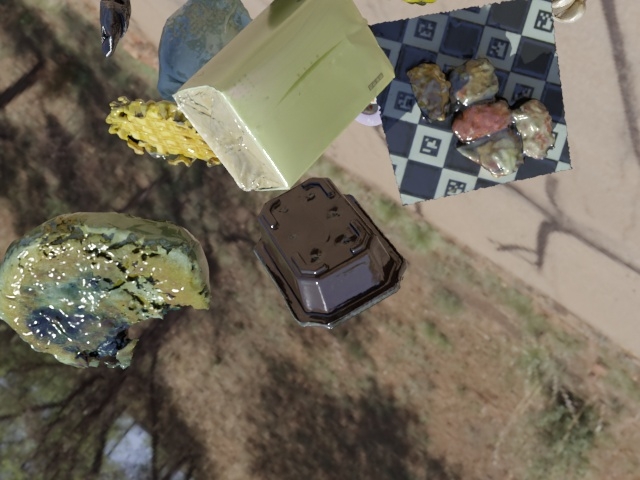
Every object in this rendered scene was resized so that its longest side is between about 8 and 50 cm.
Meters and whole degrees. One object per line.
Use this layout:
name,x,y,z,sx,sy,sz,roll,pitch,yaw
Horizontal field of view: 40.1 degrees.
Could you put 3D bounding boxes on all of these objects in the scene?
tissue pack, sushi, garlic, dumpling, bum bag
tissue pack,-0.040,-0.195,1.091,0.125,0.234,0.159,6,137,52
sushi,0.231,-0.214,1.339,0.059,0.294,0.292,-75,-27,-75
garlic,0.520,-0.501,1.848,0.074,0.094,0.113,34,-139,-35
dumpling,-0.195,-0.312,1.445,0.152,0.219,0.108,28,-149,0
bum bag,-0.228,-0.255,0.974,0.034,0.058,0.124,4,-138,-14

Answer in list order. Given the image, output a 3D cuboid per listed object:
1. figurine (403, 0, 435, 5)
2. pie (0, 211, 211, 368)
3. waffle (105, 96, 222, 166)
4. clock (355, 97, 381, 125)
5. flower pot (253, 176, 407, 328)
figurine,0.023,-0.398,1.203,0.187,0.315,0.168,0,103,59
pie,-0.352,0.077,1.387,0.296,0.371,0.078,37,-147,-30
waffle,-0.296,-0.214,1.774,0.262,0.060,0.280,26,158,-31
clock,0.096,-0.358,1.920,0.172,0.064,0.198,29,138,17
flower pot,0.000,0.000,1.264,0.251,0.179,0.084,54,170,47
